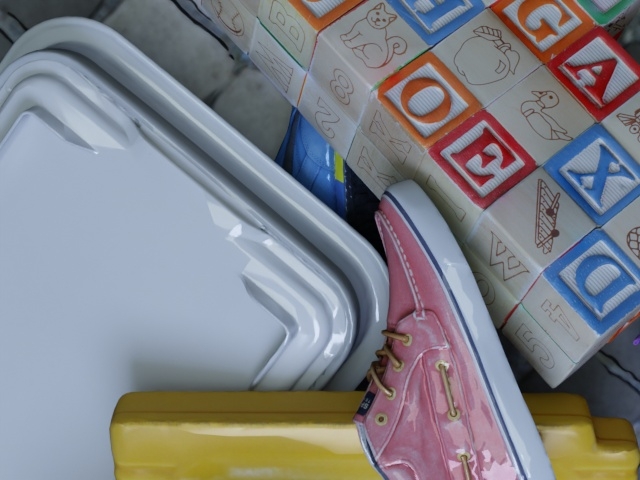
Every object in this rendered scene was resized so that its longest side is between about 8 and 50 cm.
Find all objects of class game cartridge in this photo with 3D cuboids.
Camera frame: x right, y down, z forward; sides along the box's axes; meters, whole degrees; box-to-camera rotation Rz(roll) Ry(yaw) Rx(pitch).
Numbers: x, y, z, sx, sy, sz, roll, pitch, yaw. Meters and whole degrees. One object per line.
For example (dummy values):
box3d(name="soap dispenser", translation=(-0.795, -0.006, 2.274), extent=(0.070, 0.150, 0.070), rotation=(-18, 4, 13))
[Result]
box3d(name="game cartridge", translation=(0.031, 0.236, 0.950), extent=(0.285, 0.053, 0.324), rotation=(0, 115, 3))

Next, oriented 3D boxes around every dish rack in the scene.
box3d(name="dish rack", translation=(-0.148, 0.068, 0.979), extent=(0.285, 0.072, 0.333), rotation=(40, 111, 5))

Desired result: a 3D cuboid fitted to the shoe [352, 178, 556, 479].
box3d(name="shoe", translation=(0.048, 0.062, 0.843), extent=(0.081, 0.063, 0.178), rotation=(-23, 85, -6))

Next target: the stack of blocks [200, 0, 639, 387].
box3d(name="stack of blocks", translation=(0.096, -0.091, 0.906), extent=(0.171, 0.087, 0.297), rotation=(-36, 77, -21))

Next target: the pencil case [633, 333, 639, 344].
box3d(name="pencil case", translation=(0.254, 0.132, 0.960), extent=(0.088, 0.086, 0.206), rotation=(-25, 87, 43))

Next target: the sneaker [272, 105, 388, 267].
box3d(name="sneaker", translation=(0.000, 0.000, 1.004), extent=(0.082, 0.069, 0.209), rotation=(23, 111, 43))
